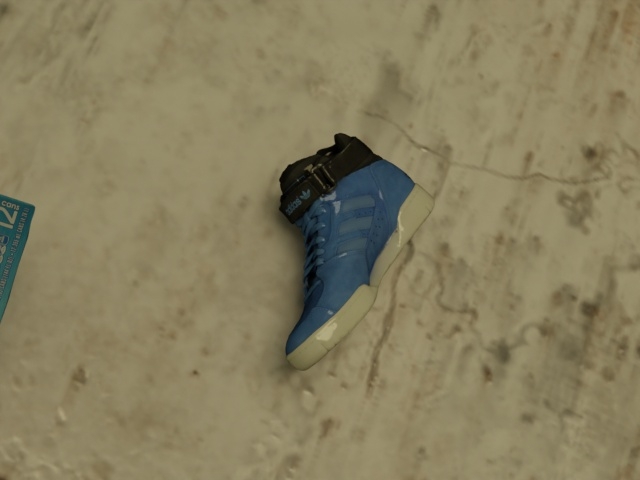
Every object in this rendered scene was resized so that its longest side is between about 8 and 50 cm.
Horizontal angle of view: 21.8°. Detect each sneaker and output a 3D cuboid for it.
[{"bbox_3d":[0.000,0.000,0.956,0.084,0.058,0.152,40,55,-7],"label":"sneaker"}]

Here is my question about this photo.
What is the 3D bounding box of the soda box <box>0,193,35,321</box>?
[{"bbox_3d":[-0.209,0.073,0.837,0.071,0.067,0.210,19,61,-12],"label":"soda box"}]
